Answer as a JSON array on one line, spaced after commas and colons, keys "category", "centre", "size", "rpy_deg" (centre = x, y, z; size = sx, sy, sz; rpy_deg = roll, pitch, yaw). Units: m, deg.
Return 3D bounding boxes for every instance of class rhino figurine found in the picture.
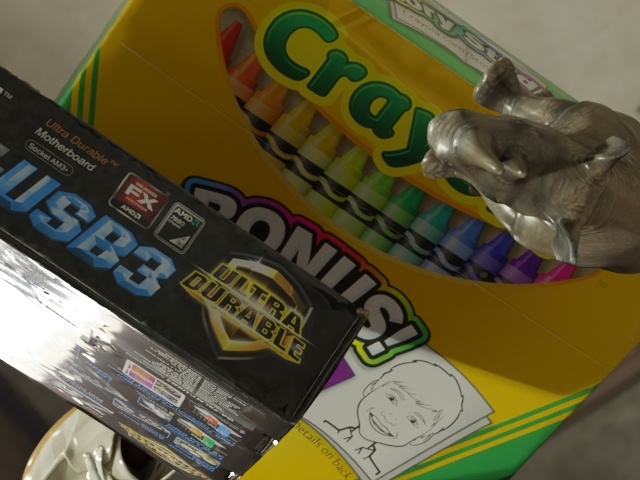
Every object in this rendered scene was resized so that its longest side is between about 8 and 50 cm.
[{"category": "rhino figurine", "centre": [0.106, -0.029, 0.828], "size": [0.106, 0.073, 0.243], "rpy_deg": [32, -172, 16]}]

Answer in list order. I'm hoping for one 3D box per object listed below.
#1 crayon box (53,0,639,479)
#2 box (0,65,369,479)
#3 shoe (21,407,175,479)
[{"category": "crayon box", "centre": [0.000, 0.000, 1.163], "size": [0.363, 0.313, 0.106], "rpy_deg": [33, -153, -11]}, {"category": "box", "centre": [-0.139, 0.011, 0.952], "size": [0.295, 0.073, 0.293], "rpy_deg": [33, 164, 0]}, {"category": "shoe", "centre": [-0.128, 0.137, 1.382], "size": [0.076, 0.219, 0.058], "rpy_deg": [52, -176, -18]}]
